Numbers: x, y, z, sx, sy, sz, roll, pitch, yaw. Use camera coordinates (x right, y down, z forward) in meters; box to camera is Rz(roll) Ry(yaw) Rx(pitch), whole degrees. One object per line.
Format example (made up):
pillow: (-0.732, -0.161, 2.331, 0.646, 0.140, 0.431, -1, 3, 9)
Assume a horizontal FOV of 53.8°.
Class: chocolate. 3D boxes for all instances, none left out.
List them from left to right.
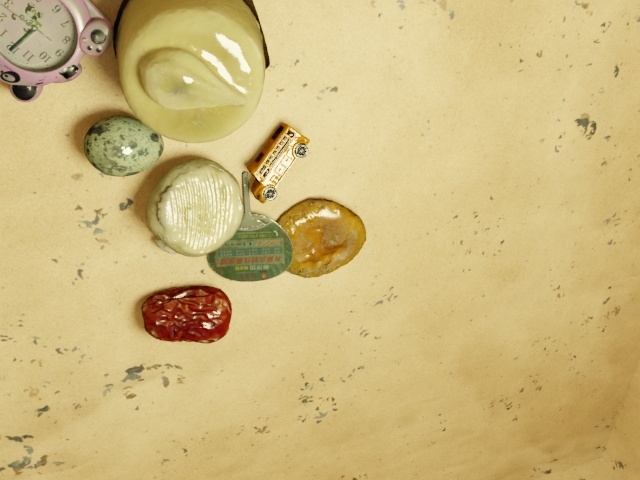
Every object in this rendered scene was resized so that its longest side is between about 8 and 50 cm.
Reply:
chocolate: (-0.240, -0.353, 1.271, 0.326, 0.297, 0.314, -23, 130, -10)

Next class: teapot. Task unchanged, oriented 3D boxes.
teapot: (-0.364, -0.002, 1.572, 0.083, 0.064, 0.064, 27, 98, -29)

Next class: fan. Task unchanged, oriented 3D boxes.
fan: (-0.209, -0.006, 1.645, 0.223, 0.012, 0.294, -29, 113, 9)

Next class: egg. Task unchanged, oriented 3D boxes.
egg: (-0.426, -0.206, 1.376, 0.172, 0.132, 0.132, -10, 124, -31)

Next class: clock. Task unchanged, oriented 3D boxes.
clock: (-0.554, -0.406, 1.217, 0.248, 0.090, 0.227, -38, 122, 7)

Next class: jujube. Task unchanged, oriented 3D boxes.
jujube: (-0.348, 0.197, 1.649, 0.230, 0.155, 0.155, -4, 121, -14)

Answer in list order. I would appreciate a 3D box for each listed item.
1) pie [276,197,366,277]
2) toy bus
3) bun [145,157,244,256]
pie: (0.000, 0.000, 1.726, 0.274, 0.069, 0.273, -8, 126, -11)
toy bus: (-0.114, -0.189, 1.541, 0.088, 0.083, 0.194, 35, 93, -25)
bun: (-0.298, -0.080, 1.499, 0.239, 0.141, 0.239, -15, 115, -35)
